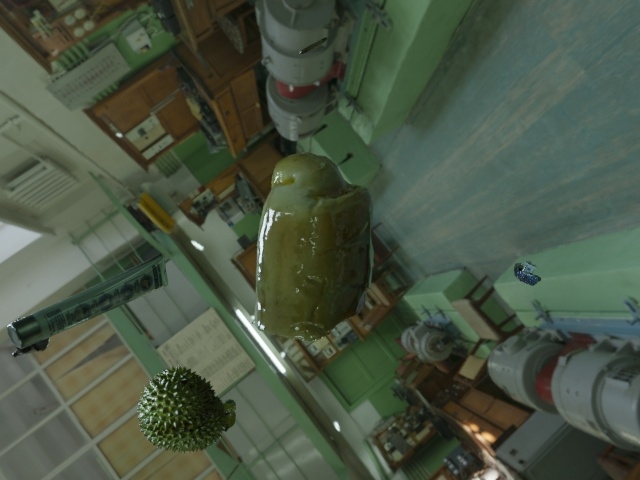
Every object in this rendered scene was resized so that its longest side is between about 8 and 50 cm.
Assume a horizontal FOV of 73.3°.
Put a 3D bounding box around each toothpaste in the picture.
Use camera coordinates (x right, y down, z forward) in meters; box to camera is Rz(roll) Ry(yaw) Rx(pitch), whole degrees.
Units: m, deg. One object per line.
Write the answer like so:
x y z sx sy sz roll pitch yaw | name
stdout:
-0.330 0.087 0.647 0.039 0.239 0.062 12 116 33 | toothpaste

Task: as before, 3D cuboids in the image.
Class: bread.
0.000 0.000 0.840 0.300 0.210 0.341 -2 -85 -85 | bread

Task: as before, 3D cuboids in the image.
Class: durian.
-0.288 0.361 0.895 0.198 0.159 0.146 38 172 5 | durian

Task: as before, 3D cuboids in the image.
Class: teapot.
-0.505 0.160 0.745 0.100 0.045 0.067 -114 16 -54 | teapot

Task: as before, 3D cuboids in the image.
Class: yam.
-0.019 -0.543 1.200 0.014 0.107 0.014 36 150 24 | yam

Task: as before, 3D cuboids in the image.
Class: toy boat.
0.355 0.052 0.743 0.038 0.038 0.083 53 -166 -4 | toy boat
